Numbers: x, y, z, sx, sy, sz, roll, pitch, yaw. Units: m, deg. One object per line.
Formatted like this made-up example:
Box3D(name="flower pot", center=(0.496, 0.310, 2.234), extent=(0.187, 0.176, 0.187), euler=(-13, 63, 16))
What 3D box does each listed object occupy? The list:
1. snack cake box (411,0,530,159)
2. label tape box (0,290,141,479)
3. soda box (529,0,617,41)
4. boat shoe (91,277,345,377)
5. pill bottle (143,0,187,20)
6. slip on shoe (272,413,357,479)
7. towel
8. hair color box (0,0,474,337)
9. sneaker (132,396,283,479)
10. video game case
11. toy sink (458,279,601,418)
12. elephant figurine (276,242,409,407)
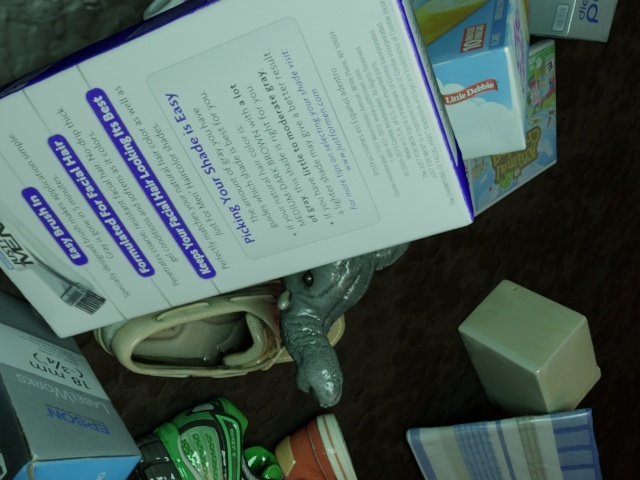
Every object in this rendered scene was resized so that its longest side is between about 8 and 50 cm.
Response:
Box3D(name="snack cake box", center=(0.106, -0.176, 0.553), extent=(0.264, 0.152, 0.089), euler=(-70, 145, -45))
Box3D(name="label tape box", center=(-0.248, 0.200, 0.411), extent=(0.240, 0.334, 0.106), euler=(-54, 131, -4))
Box3D(name="soda box", center=(0.325, -0.396, 0.743), extent=(0.098, 0.091, 0.286), euler=(-7, 114, -36))
Box3D(name="boat shoe", center=(-0.082, 0.101, 0.651), extent=(0.303, 0.098, 0.109), euler=(8, 105, -39))
Box3D(name="pill bottle", center=(-0.114, -0.176, 0.538), extent=(0.043, 0.043, 0.083), euler=(-48, 131, -10))
Box3D(name="slip on shoe", center=(0.013, 0.376, 0.851), extent=(0.101, 0.123, 0.331), euler=(-18, 123, -4))
Box3D(name="towel", center=(0.296, 0.346, 0.982), extent=(0.285, 0.034, 0.209), euler=(-13, 128, 17))
Box3D(name="hair color box", center=(-0.085, -0.062, 0.431), extent=(0.339, 0.110, 0.185), euler=(-17, 120, 16))
Box3D(name="sneaker", center=(-0.085, 0.339, 0.710), extent=(0.146, 0.134, 0.343), euler=(-32, 115, -28))
Box3D(name="video game case", center=(0.253, -0.150, 0.845), extent=(0.212, 0.023, 0.193), euler=(-31, 126, -23))
Box3D(name="toy sink", center=(0.350, 0.199, 0.992), extent=(0.131, 0.153, 0.234), euler=(-42, 129, -15))
Box3D(name="elephant figurine", center=(0.000, 0.000, 0.573), extent=(0.170, 0.239, 0.185), euler=(-16, 119, -31))
